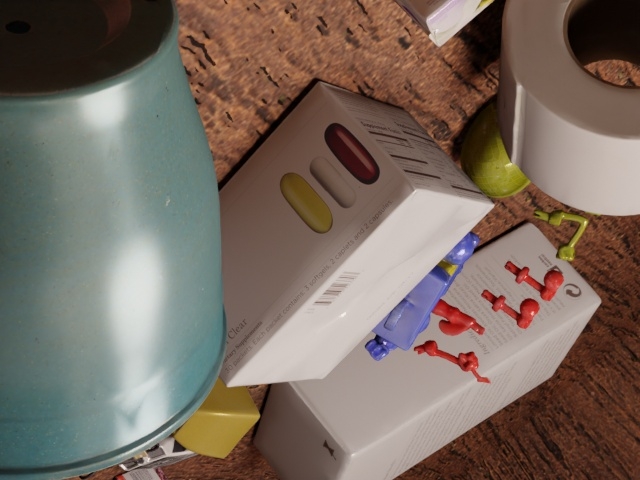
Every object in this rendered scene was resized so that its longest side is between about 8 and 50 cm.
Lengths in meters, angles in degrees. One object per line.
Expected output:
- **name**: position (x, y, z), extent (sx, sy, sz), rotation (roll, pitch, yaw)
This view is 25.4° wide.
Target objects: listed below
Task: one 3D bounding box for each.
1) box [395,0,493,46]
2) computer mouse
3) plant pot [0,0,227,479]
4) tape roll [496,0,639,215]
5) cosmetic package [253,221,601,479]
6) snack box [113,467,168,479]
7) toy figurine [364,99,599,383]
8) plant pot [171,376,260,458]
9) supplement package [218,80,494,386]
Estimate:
- **box**: position (0.198, -0.299, 1.218), extent (0.324, 0.067, 0.063), rotation (-41, 160, 1)
- **computer mouse**: position (-0.203, 0.240, 1.650), extent (0.106, 0.042, 0.193), rotation (-23, 167, 16)
- **plant pot**: position (-0.186, -0.038, 0.869), extent (0.271, 0.271, 0.255), rotation (-25, 139, -33)
- **tape roll**: position (0.298, -0.168, 1.399), extent (0.246, 0.246, 0.169), rotation (-36, 158, -9)
- **cosmetic package**: position (0.146, 0.180, 1.952), extent (0.453, 0.161, 0.230), rotation (-28, 156, -28)
- **snack box**: position (-0.203, 0.410, 1.769), extent (0.070, 0.207, 0.174), rotation (-20, 151, -42)
- **toy figurine**: position (0.150, 0.040, 1.576), extent (0.217, 0.191, 0.362), rotation (-36, 160, -54)
- **plant pot**: position (-0.137, 0.196, 1.638), extent (0.083, 0.081, 0.081), rotation (9, 129, -45)
- **supplement package**: position (0.000, 0.000, 1.374), extent (0.262, 0.145, 0.204), rotation (-47, 158, 17)
